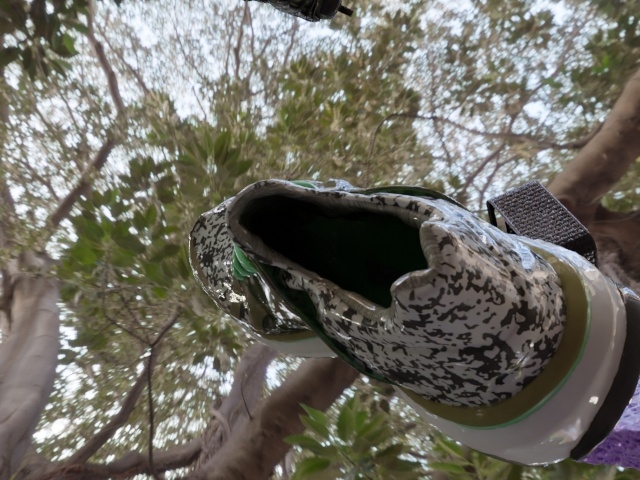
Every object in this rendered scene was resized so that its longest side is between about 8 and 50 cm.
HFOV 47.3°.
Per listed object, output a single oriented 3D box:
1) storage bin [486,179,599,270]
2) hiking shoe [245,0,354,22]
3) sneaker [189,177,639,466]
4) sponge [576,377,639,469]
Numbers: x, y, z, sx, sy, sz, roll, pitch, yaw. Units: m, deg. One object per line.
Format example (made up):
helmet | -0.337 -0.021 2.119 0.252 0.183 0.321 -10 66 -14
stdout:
storage bin | 0.328 0.008 1.084 0.084 0.180 0.122 -23 -53 0
hiking shoe | -0.031 -0.317 0.886 0.114 0.227 0.086 20 -75 17
sneaker | 0.000 0.000 0.498 0.182 0.410 0.158 38 -105 -36
sponge | 0.278 0.091 0.501 0.210 0.117 0.031 -25 -93 -23
